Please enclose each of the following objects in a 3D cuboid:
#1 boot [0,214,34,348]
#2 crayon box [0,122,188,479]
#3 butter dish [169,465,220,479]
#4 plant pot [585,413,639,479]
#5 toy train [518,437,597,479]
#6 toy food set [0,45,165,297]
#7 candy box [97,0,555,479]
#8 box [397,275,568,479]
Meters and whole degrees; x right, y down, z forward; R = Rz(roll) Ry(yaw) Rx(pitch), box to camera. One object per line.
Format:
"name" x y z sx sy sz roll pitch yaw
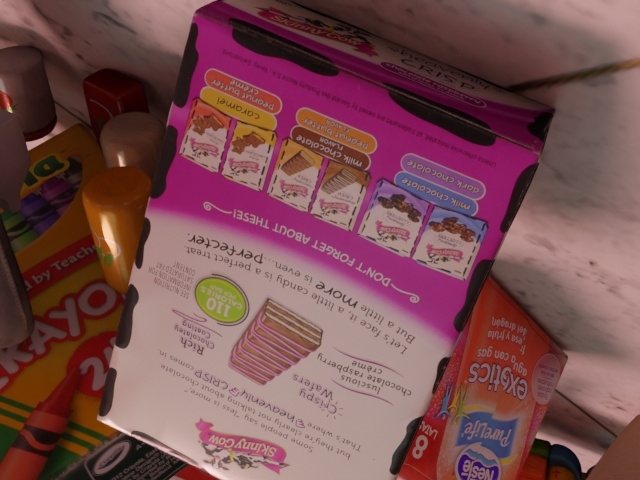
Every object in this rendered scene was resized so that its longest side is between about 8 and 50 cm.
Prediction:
"boot" -0.250 -0.050 0.571 0.189 0.076 0.209 30 144 27
"crayon box" -0.193 0.041 0.688 0.318 0.202 0.081 40 155 36
"butter dish" -0.104 0.192 0.740 0.159 0.160 0.118 25 -178 13
"plant pot" 0.270 0.191 0.734 0.109 0.096 0.109 37 159 -29
"toy train" 0.186 0.215 0.809 0.143 0.105 0.248 9 -177 15
"toy food set" -0.166 -0.043 0.635 0.232 0.111 0.105 23 137 29
"candy box" -0.006 0.017 0.482 0.159 0.071 0.233 24 118 8
"box" 0.009 0.098 0.757 0.300 0.154 0.142 7 153 48
